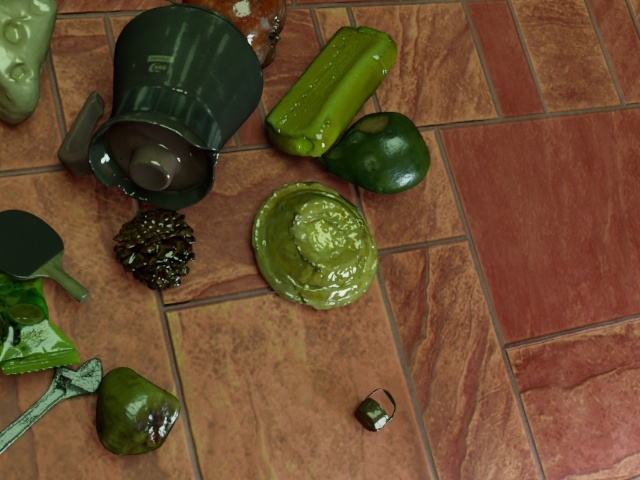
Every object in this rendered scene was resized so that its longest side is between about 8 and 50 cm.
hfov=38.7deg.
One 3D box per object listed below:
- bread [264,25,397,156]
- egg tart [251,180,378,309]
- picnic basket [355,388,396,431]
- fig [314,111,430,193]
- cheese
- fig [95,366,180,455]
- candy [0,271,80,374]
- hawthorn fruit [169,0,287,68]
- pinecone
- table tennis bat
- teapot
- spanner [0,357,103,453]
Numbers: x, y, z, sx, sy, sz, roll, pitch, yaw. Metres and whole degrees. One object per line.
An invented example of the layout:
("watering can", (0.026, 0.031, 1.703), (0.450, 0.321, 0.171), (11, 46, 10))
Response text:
("bread", (0.030, -0.328, 2.030), (0.166, 0.112, 0.384), (21, 59, 24))
("egg tart", (0.000, 0.000, 1.915), (0.290, 0.115, 0.290), (8, 68, -21))
("picnic basket", (0.119, 0.345, 1.867), (0.083, 0.072, 0.072), (-37, 88, -29))
("fig", (0.114, -0.185, 2.005), (0.244, 0.195, 0.195), (-16, 76, 11))
("cheese", (-0.645, -0.360, 1.752), (0.247, 0.173, 0.252), (6, 75, -21))
("fig", (-0.340, 0.306, 1.666), (0.154, 0.144, 0.166), (-32, 75, 9))
("candy", (-0.550, 0.142, 1.666), (0.149, 0.069, 0.246), (-15, 56, -31))
("hawthorn fruit", (-0.213, -0.477, 1.943), (0.271, 0.242, 0.242), (17, 65, 8))
("pinecone", (-0.316, 0.018, 1.761), (0.173, 0.173, 0.174), (7, 70, -19))
("table tennis bat", (-0.531, 0.031, 1.710), (0.246, 0.022, 0.138), (38, 50, 8))
("teapot", (-0.315, -0.247, 1.758), (0.306, 0.375, 0.362), (63, 28, -41))
("spanner", (-0.523, 0.322, 1.644), (0.093, 0.026, 0.325), (48, 64, -2))
